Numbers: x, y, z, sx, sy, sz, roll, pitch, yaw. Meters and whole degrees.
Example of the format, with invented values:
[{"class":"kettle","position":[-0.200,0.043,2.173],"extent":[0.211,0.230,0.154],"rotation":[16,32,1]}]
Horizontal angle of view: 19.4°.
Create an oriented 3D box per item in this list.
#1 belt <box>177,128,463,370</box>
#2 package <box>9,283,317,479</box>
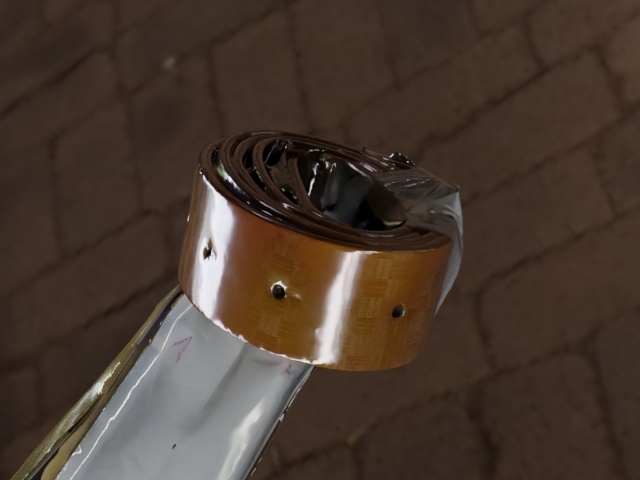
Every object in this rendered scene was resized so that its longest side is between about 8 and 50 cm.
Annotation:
[{"class":"belt","position":[0.000,0.000,1.284],"extent":[0.261,0.184,0.105],"rotation":[-110,29,-73]},{"class":"package","position":[-0.166,0.184,1.669],"extent":[0.311,0.165,0.221],"rotation":[-56,15,-9]}]
